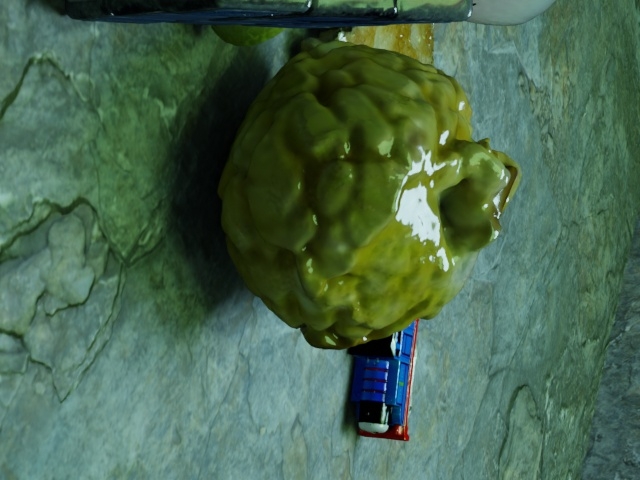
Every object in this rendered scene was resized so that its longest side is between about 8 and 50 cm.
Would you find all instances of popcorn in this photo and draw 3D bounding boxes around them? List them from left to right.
[{"bbox_3d":[0.038,-0.064,1.553,0.390,0.344,0.354,7,44,-43],"label":"popcorn"}]

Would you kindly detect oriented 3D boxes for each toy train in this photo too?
[{"bbox_3d":[0.097,0.206,1.979,0.131,0.083,0.203,28,66,-63],"label":"toy train"}]

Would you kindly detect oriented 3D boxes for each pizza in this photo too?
[{"bbox_3d":[0.069,-0.211,1.868,0.392,0.080,0.434,4,89,-65],"label":"pizza"}]

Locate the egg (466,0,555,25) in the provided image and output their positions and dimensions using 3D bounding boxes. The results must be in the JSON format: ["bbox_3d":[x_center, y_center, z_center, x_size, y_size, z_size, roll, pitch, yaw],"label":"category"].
[{"bbox_3d":[0.171,-0.500,1.762,0.340,0.354,0.354,10,82,-24],"label":"egg"}]

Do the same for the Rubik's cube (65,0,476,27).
[{"bbox_3d":[-0.055,-0.358,1.210,0.305,0.301,0.303,-3,98,-37],"label":"Rubik's cube"}]

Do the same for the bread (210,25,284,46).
[{"bbox_3d":[-0.092,-0.293,1.459,0.111,0.129,0.114,-51,137,-11],"label":"bread"}]
